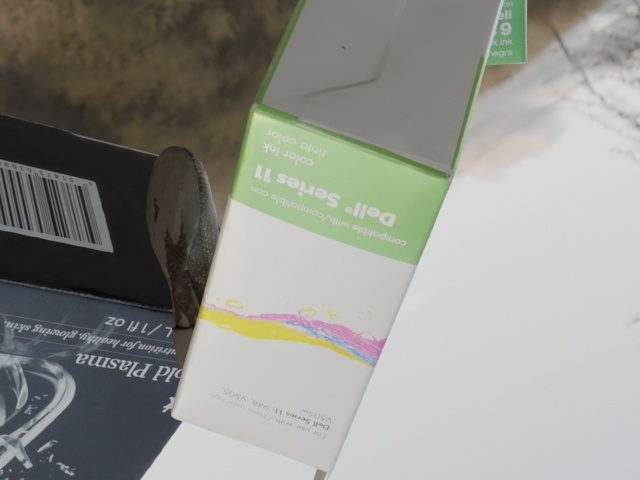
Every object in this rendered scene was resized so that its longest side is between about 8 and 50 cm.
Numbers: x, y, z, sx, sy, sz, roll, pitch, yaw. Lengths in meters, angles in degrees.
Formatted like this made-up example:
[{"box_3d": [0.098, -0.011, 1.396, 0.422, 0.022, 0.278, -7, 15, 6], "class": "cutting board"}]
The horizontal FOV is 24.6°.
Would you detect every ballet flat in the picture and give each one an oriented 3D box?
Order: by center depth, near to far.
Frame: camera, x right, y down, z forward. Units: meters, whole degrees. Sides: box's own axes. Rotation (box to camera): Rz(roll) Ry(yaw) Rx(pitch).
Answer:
[{"box_3d": [-0.130, 0.023, 1.558, 0.084, 0.250, 0.058, -11, 179, 41], "class": "ballet flat"}]

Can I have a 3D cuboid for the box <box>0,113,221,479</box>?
[{"box_3d": [-0.419, 0.118, 1.736, 0.479, 0.297, 0.472, 12, 129, -34], "class": "box"}]

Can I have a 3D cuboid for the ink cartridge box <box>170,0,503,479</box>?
[{"box_3d": [0.000, 0.000, 0.947, 0.207, 0.119, 0.353, -70, 179, -45], "class": "ink cartridge box"}]

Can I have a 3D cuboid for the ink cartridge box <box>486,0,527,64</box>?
[{"box_3d": [0.109, -0.316, 1.207, 0.121, 0.289, 0.211, -1, -147, 6], "class": "ink cartridge box"}]
